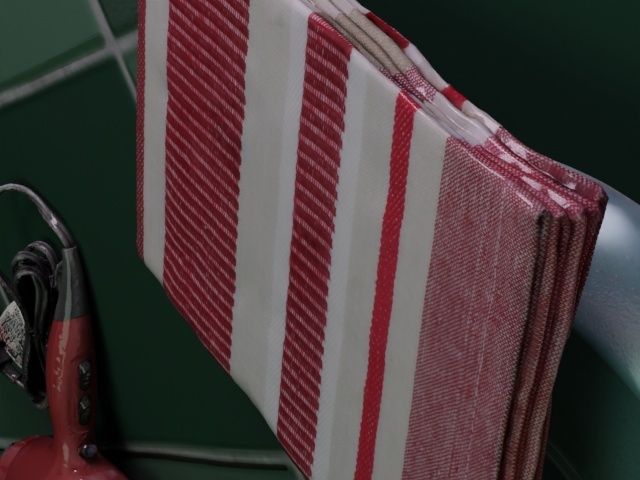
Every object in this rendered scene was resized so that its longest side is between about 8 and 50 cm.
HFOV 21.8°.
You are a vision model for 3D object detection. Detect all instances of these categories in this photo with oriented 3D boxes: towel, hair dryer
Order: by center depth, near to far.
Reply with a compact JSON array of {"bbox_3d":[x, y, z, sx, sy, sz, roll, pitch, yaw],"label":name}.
[{"bbox_3d":[0.000,0.000,0.734,0.329,0.037,0.237,47,141,44],"label":"towel"},{"bbox_3d":[-0.179,0.128,1.128,0.293,0.080,0.223,55,148,11],"label":"hair dryer"}]

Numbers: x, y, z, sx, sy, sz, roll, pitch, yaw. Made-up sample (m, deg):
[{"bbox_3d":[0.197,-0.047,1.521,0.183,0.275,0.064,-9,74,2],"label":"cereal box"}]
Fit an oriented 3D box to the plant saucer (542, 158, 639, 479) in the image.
[{"bbox_3d":[0.101,0.113,0.735,0.317,0.043,0.318,36,140,36],"label":"plant saucer"}]
